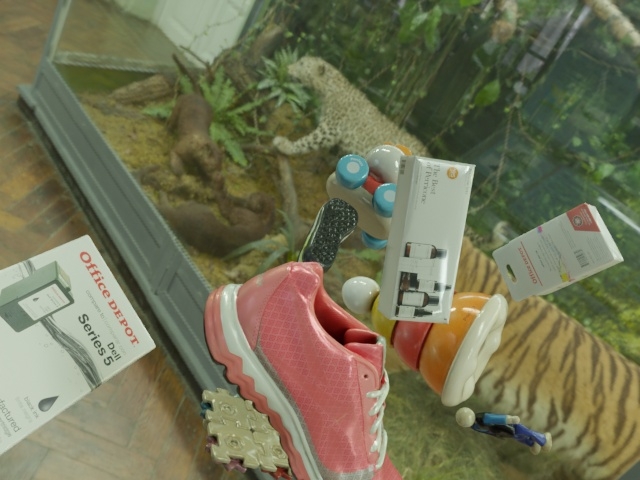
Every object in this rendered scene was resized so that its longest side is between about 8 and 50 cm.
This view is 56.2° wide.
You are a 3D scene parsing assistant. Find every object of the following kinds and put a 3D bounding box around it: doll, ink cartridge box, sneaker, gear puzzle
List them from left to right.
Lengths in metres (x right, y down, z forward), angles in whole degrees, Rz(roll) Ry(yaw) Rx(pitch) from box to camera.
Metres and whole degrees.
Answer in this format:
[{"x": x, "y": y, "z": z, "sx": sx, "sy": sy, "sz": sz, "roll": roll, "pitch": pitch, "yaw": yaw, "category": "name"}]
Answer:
[{"x": -0.389, "y": 0.136, "z": 0.797, "sx": 0.198, "sy": 0.114, "sz": 0.273, "roll": 60, "pitch": 36, "yaw": -5, "category": "ink cartridge box"}, {"x": -0.050, "y": 0.354, "z": 1.029, "sx": 0.338, "sy": 0.044, "sz": 0.175, "roll": 22, "pitch": 17, "yaw": -26, "category": "gear puzzle"}, {"x": 0.000, "y": 0.000, "z": 1.252, "sx": 0.084, "sy": 0.097, "sz": 0.235, "roll": 39, "pitch": 44, "yaw": -5, "category": "sneaker"}, {"x": 0.021, "y": 0.157, "z": 0.584, "sx": 0.314, "sy": 0.136, "sz": 0.116, "roll": 56, "pitch": 16, "yaw": -13, "category": "sneaker"}, {"x": 0.355, "y": 0.367, "z": 1.177, "sx": 0.189, "sy": 0.129, "sz": 0.046, "roll": 20, "pitch": 61, "yaw": -5, "category": "doll"}, {"x": 0.438, "y": 0.029, "z": 1.123, "sx": 0.067, "sy": 0.198, "sz": 0.115, "roll": 5, "pitch": 60, "yaw": -51, "category": "ink cartridge box"}]

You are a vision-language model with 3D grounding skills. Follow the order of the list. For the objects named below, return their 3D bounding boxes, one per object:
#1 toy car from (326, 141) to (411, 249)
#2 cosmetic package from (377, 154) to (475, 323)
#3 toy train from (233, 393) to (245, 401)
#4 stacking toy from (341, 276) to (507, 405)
[{"x": 0.156, "y": -0.141, "z": 1.436, "sx": 0.210, "sy": 0.219, "sz": 0.238, "roll": 39, "pitch": 69, "yaw": 12, "category": "toy car"}, {"x": 0.155, "y": -0.001, "z": 0.887, "sx": 0.098, "sy": 0.239, "sz": 0.060, "roll": 5, "pitch": 7, "yaw": -17, "category": "cosmetic package"}, {"x": -0.096, "y": 0.332, "z": 1.413, "sx": 0.142, "sy": 0.334, "sz": 0.190, "roll": 10, "pitch": -17, "yaw": 31, "category": "toy train"}, {"x": 0.277, "y": 0.229, "z": 1.780, "sx": 0.479, "sy": 0.351, "sz": 0.350, "roll": 27, "pitch": 21, "yaw": 26, "category": "stacking toy"}]
